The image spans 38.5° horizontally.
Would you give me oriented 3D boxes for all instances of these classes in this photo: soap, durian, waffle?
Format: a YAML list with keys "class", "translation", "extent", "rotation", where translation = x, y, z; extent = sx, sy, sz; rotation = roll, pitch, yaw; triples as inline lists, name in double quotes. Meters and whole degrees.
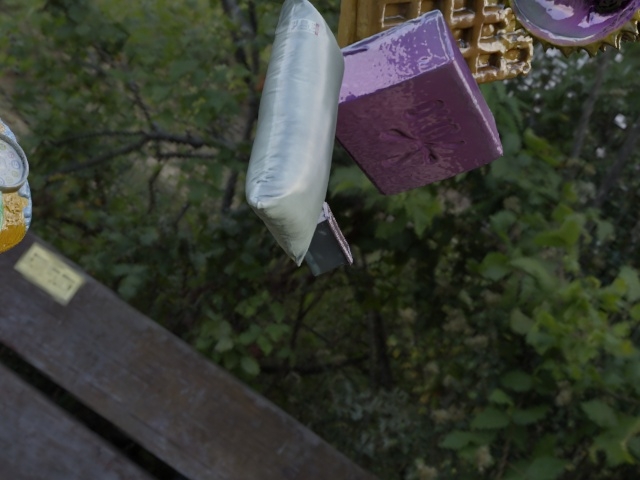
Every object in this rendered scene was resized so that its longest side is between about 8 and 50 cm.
- class: "soap"
  translation: [0.111, -0.160, 1.150]
  extent: [0.259, 0.181, 0.081]
  rotation: [43, 33, -60]
- class: "durian"
  translation: [0.337, -0.300, 1.138]
  extent: [0.154, 0.186, 0.260]
  rotation: [47, 8, -42]
- class: "waffle"
  translation: [0.181, -0.328, 1.331]
  extent: [0.328, 0.224, 0.098]
  rotation: [-12, 34, -28]

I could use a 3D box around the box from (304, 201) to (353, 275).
- class: "box"
  translation: [0.000, 0.000, 1.310]
  extent: [0.060, 0.063, 0.084]
  rotation: [-98, 163, -62]

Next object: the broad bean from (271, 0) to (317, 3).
- class: "broad bean"
  translation: [-0.072, -0.486, 1.569]
  extent: [0.206, 0.153, 0.072]
  rotation: [46, 14, 15]

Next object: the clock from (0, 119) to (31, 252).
- class: "clock"
  translation: [-0.399, -0.075, 0.989]
  extent: [0.144, 0.103, 0.231]
  rotation: [4, 59, -52]

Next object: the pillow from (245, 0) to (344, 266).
- class: "pillow"
  translation: [-0.021, -0.110, 0.921]
  extent: [0.078, 0.254, 0.144]
  rotation: [3, -27, 11]
